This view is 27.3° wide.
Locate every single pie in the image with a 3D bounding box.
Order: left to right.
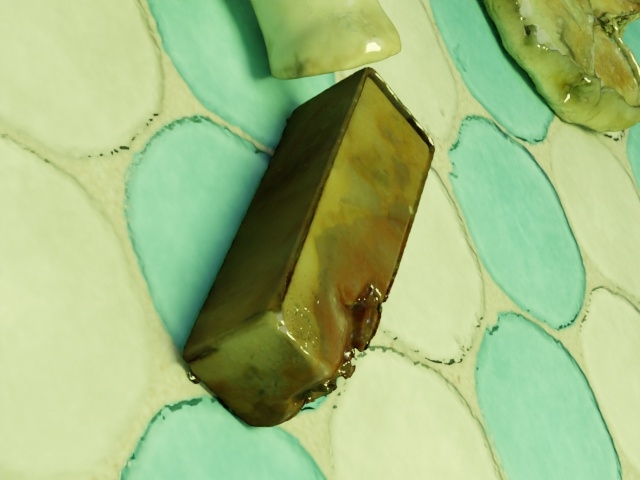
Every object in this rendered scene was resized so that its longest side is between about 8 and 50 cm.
[{"bbox_3d":[0.282,-0.284,1.550,0.337,0.075,0.337,27,47,-33],"label":"pie"}]

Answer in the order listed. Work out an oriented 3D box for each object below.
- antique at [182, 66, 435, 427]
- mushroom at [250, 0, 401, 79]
[{"bbox_3d":[0.000,0.000,0.955,0.093,0.087,0.310,49,35,-21],"label":"antique"},{"bbox_3d":[-0.013,-0.328,0.993,0.315,0.315,0.356,17,54,-47],"label":"mushroom"}]
